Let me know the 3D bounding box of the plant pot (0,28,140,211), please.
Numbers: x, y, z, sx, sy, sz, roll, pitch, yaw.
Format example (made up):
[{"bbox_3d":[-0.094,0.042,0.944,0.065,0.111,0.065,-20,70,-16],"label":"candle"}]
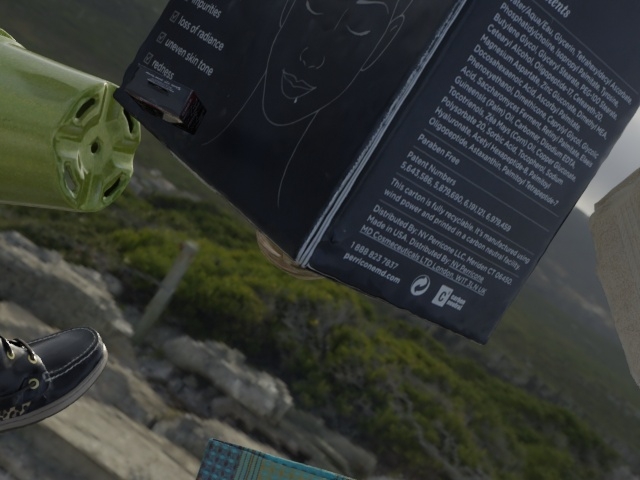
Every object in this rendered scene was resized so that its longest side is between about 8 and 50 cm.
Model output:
[{"bbox_3d":[-0.404,-0.152,1.429,0.254,0.276,0.276,14,-4,24],"label":"plant pot"}]

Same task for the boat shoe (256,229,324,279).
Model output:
[{"bbox_3d":[0.000,0.000,1.644,0.341,0.121,0.110,14,-16,47],"label":"boat shoe"}]

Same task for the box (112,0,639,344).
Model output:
[{"bbox_3d":[0.080,-0.225,1.122,0.297,0.471,0.480,24,10,-40],"label":"box"}]

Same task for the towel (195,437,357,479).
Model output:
[{"bbox_3d":[-0.037,0.453,1.436,0.370,0.271,0.040,14,-18,19],"label":"towel"}]

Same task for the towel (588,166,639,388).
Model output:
[{"bbox_3d":[0.435,0.035,1.300,0.049,0.187,0.282,4,58,-23],"label":"towel"}]

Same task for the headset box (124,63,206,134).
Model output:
[{"bbox_3d":[-0.153,-0.140,1.010,0.062,0.032,0.083,26,-6,8],"label":"headset box"}]

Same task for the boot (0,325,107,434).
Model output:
[{"bbox_3d":[-0.497,0.141,1.513,0.377,0.284,0.138,-24,33,-36],"label":"boot"}]
